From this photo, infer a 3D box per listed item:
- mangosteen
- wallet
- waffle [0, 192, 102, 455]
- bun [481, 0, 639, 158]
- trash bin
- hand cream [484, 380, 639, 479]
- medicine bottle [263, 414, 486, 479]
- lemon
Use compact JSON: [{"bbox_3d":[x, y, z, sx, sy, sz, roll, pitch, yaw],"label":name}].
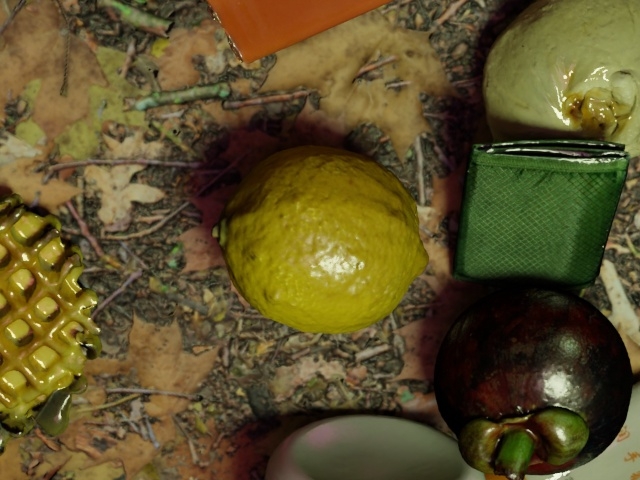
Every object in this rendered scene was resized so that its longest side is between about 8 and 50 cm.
[{"bbox_3d":[0.215,0.159,1.812,0.216,0.216,0.216,-2,111,-4],"label":"mangosteen"},{"bbox_3d":[0.223,-0.028,1.771,0.160,0.055,0.236,0,144,-1],"label":"wallet"},{"bbox_3d":[-0.381,0.087,1.818,0.329,0.062,0.329,-2,112,-5],"label":"waffle"},{"bbox_3d":[0.270,-0.153,1.743,0.222,0.127,0.222,-2,110,-5],"label":"bun"},{"bbox_3d":[0.002,-0.276,1.652,0.238,0.184,0.161,-27,111,12],"label":"trash bin"},{"bbox_3d":[0.325,0.236,1.929,0.314,0.089,0.140,-27,114,-1],"label":"hand cream"},{"bbox_3d":[0.051,0.369,1.867,0.241,0.241,0.302,2,112,-5],"label":"medicine bottle"},{"bbox_3d":[0.000,0.000,1.747,0.231,0.192,0.192,9,110,-16],"label":"lemon"}]
